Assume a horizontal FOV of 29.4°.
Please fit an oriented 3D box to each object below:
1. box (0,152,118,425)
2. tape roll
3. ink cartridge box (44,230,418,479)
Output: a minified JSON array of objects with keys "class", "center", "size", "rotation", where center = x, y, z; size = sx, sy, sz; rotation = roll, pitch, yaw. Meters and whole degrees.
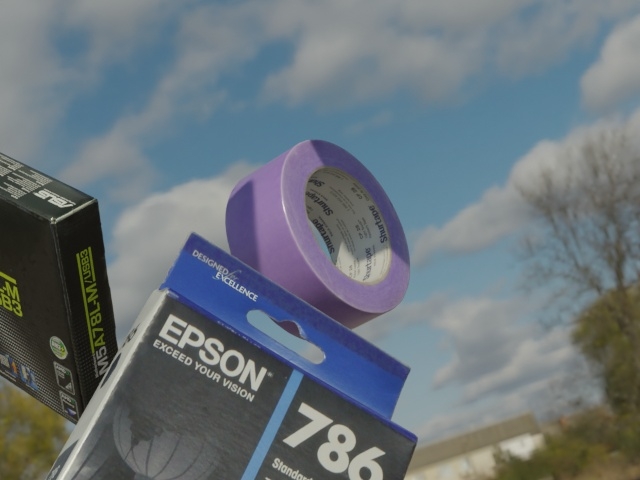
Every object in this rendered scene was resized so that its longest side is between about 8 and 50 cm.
[{"class":"box","center":[-0.226,0.025,0.894],"size":[0.045,0.190,0.184],"rotation":[-35,-44,-37]},{"class":"tape roll","center":[0.000,0.000,1.215],"size":[0.080,0.189,0.189],"rotation":[-29,-18,35]},{"class":"ink cartridge box","center":[-0.061,0.151,0.616],"size":[0.165,0.333,0.065],"rotation":[31,-33,-10]}]
